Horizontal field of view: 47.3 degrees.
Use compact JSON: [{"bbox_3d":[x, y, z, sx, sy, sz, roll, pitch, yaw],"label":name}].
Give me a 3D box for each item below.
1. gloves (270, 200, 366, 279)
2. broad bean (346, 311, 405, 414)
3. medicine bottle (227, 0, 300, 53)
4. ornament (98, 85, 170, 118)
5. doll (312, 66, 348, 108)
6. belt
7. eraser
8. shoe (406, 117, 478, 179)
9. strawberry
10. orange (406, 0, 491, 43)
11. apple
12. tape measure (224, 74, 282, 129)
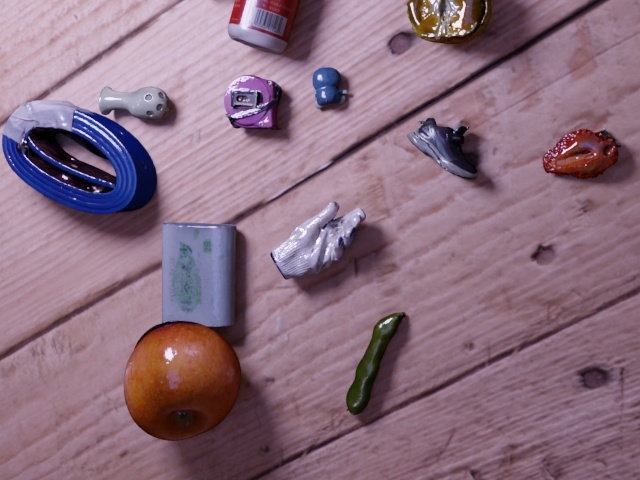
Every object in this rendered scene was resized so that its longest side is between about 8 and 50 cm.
[{"bbox_3d":[-0.002,0.001,1.561,0.229,0.097,0.119,-30,92,18],"label":"gloves"},{"bbox_3d":[0.112,0.264,1.581,0.053,0.052,0.256,19,98,-31],"label":"broad bean"},{"bbox_3d":[-0.102,-0.527,1.523,0.131,0.131,0.250,19,98,11],"label":"medicine bottle"},{"bbox_3d":[-0.414,-0.309,1.644,0.156,0.074,0.081,4,138,13],"label":"ornament"},{"bbox_3d":[0.018,-0.328,1.554,0.076,0.050,0.083,-8,91,9],"label":"doll"},{"bbox_3d":[-0.545,-0.187,1.659,0.347,0.117,0.212,27,102,9],"label":"belt"},{"bbox_3d":[-0.274,0.075,1.636,0.174,0.081,0.226,2,96,12],"label":"eraser"},{"bbox_3d":[0.267,-0.198,1.498,0.169,0.071,0.099,38,99,11],"label":"shoe"},{"bbox_3d":[0.519,-0.169,1.452,0.152,0.048,0.103,-20,86,10],"label":"strawberry"},{"bbox_3d":[0.262,-0.457,1.456,0.160,0.112,0.169,-33,63,24],"label":"orange"},{"bbox_3d":[-0.297,0.308,1.573,0.252,0.206,0.272,36,120,-27],"label":"apple"},{"bbox_3d":[-0.144,-0.298,1.579,0.125,0.074,0.118,0,94,11],"label":"tape measure"}]
